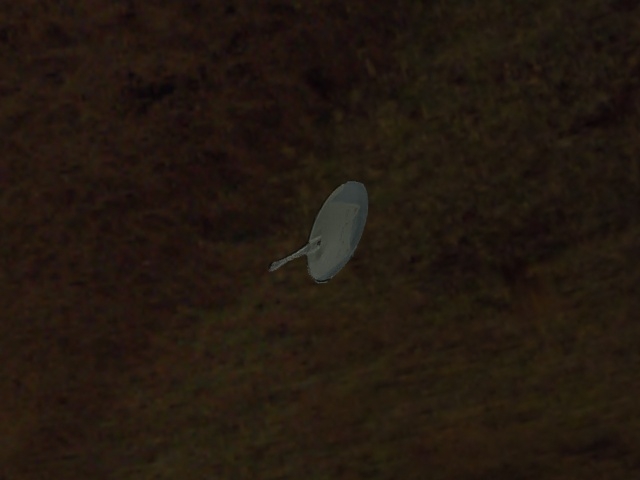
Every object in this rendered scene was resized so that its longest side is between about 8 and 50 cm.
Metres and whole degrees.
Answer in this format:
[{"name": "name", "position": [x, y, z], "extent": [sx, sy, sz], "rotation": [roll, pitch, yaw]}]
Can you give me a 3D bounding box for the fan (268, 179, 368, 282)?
[{"name": "fan", "position": [0.000, 0.000, 1.250], "extent": [0.175, 0.005, 0.113], "rotation": [-27, 133, -50]}]
